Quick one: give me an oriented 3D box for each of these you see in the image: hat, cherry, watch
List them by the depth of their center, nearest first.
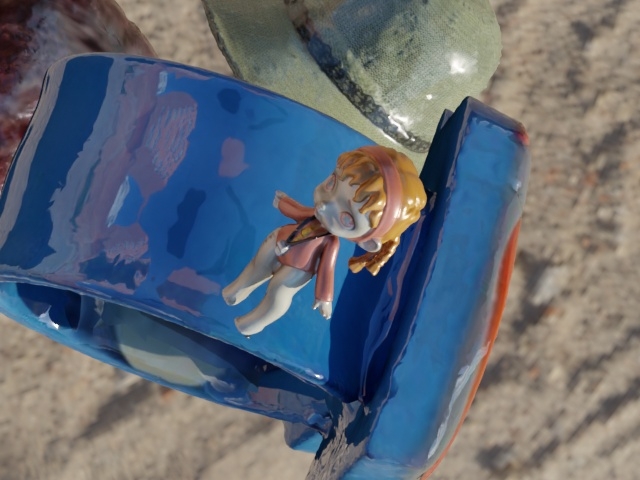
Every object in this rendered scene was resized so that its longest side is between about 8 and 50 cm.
[{"bbox_3d":[-0.049,0.012,1.026,0.274,0.305,0.241,21,74,-9],"label":"watch"},{"bbox_3d":[0.050,-0.138,1.248,0.130,0.257,0.257,-38,111,21],"label":"hat"},{"bbox_3d":[-0.243,-0.104,1.475,0.203,0.300,0.230,-10,122,33],"label":"cherry"}]

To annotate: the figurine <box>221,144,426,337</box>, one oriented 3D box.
[{"bbox_3d":[0.000,0.000,0.770,0.047,0.064,0.109,5,142,-48],"label":"figurine"}]
